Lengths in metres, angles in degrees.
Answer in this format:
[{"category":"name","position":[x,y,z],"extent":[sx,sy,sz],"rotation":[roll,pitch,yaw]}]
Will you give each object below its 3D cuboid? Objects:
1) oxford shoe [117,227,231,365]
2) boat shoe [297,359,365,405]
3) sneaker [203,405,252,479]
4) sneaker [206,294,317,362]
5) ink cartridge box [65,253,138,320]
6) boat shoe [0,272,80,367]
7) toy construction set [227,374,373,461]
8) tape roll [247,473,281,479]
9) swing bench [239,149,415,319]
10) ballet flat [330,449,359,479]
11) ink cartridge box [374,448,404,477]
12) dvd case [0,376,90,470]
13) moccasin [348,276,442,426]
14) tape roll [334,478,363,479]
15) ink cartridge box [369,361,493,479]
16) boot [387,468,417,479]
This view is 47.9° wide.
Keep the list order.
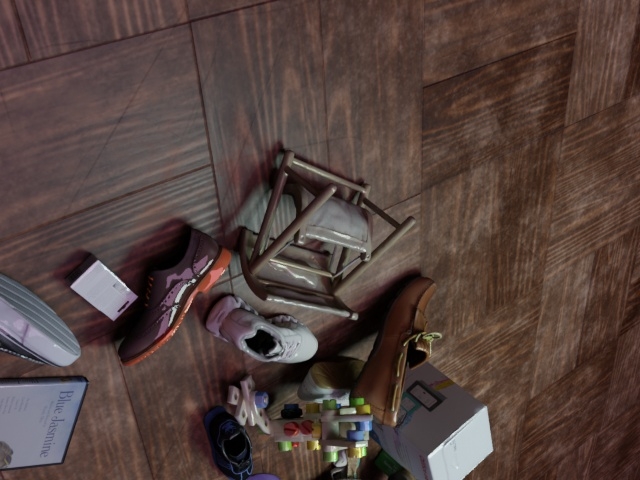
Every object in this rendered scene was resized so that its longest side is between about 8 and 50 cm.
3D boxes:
[{"category":"oxford shoe","position":[-0.280,0.097,1.278],"extent":[0.098,0.097,0.271],"rotation":[42,80,-26]},{"category":"boat shoe","position":[0.049,0.343,1.695],"extent":[0.277,0.098,0.096],"rotation":[18,125,-46]},{"category":"sneaker","position":[-0.185,0.462,1.558],"extent":[0.081,0.090,0.232],"rotation":[-33,132,-21]},{"category":"sneaker","position":[-0.098,0.207,1.464],"extent":[0.292,0.118,0.110],"rotation":[26,95,-47]},{"category":"ink cartridge box","position":[-0.369,0.081,1.221],"extent":[0.063,0.029,0.115],"rotation":[-46,136,-10]},{"category":"boat shoe","position":[-0.515,0.109,1.069],"extent":[0.119,0.121,0.335],"rotation":[-46,125,1]},{"category":"toy construction set","position":[-0.035,0.380,1.502],"extent":[0.215,0.327,0.151],"rotation":[23,78,-69]},{"category":"tape roll","position":[-0.170,0.694,1.711],"extent":[0.274,0.090,0.275],"rotation":[-21,127,-31]},{"category":"swing bench","position":[0.000,0.000,1.396],"extent":[0.253,0.165,0.255],"rotation":[18,107,-45]},{"category":"ballet flat","position":[0.061,0.580,1.857],"extent":[0.067,0.073,0.206],"rotation":[-8,117,-21]},{"category":"ink cartridge box","position":[0.269,0.569,2.009],"extent":[0.153,0.087,0.208],"rotation":[29,94,-46]},{"category":"dvd case","position":[-0.537,0.315,1.223],"extent":[0.253,0.022,0.180],"rotation":[7,109,-43]},{"category":"moccasin","position":[0.196,0.246,1.648],"extent":[0.139,0.147,0.380],"rotation":[85,28,-47]},{"category":"tape roll","position":[0.072,0.747,1.810],"extent":[0.246,0.169,0.246],"rotation":[1,116,2]},{"category":"ink cartridge box","position":[0.259,0.454,1.802],"extent":[0.197,0.270,0.198],"rotation":[-35,133,-20]},{"category":"boot","position":[0.252,0.754,1.916],"extent":[0.115,0.112,0.305],"rotation":[-5,92,-51]}]
